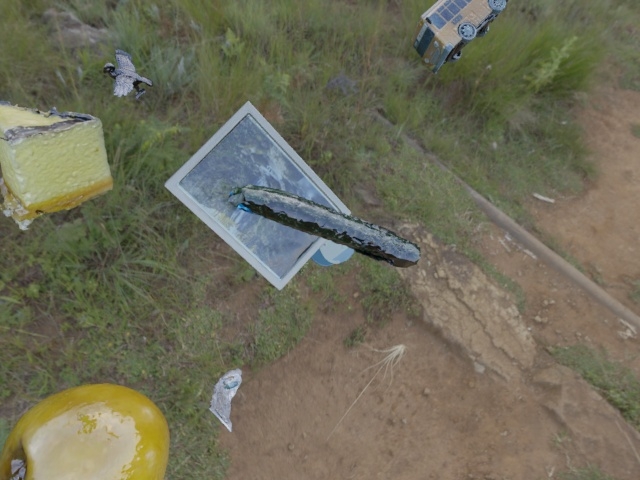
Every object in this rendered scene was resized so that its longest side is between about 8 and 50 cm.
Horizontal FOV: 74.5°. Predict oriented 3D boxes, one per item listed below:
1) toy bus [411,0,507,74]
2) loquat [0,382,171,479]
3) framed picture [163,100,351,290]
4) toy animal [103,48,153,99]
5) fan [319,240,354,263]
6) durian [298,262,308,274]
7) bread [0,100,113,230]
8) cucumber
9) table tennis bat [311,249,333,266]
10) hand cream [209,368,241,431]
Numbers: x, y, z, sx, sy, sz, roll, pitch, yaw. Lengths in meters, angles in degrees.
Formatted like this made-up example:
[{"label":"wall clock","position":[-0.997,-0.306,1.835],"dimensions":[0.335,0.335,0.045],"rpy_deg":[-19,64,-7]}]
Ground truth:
[{"label":"toy bus","position":[0.264,-0.423,0.810],"dimensions":[0.182,0.091,0.103],"rpy_deg":[-44,87,-8]},{"label":"loquat","position":[-0.401,0.388,0.756],"dimensions":[0.274,0.275,0.275],"rpy_deg":[1,56,-2]},{"label":"framed picture","position":[-0.116,-0.084,0.868],"dimensions":[0.240,0.020,0.324],"rpy_deg":[-46,110,-8]},{"label":"toy animal","position":[-0.477,-0.404,1.041],"dimensions":[0.062,0.108,0.220],"rpy_deg":[-34,48,18]},{"label":"fan","position":[0.017,0.009,1.076],"dimensions":[0.175,0.005,0.113],"rpy_deg":[-13,94,-30]},{"label":"durian","position":[-0.088,0.018,1.366],"dimensions":[0.095,0.137,0.221],"rpy_deg":[-35,45,2]},{"label":"bread","position":[-0.382,-0.115,0.595],"dimensions":[0.152,0.147,0.127],"rpy_deg":[-21,55,-38]},{"label":"cucumber","position":[0.011,-0.020,0.531],"dimensions":[0.256,0.043,0.044],"rpy_deg":[19,69,-15]},{"label":"table tennis bat","position":[0.000,0.000,1.191],"dimensions":[0.100,0.019,0.155],"rpy_deg":[-23,83,-20]},{"label":"hand cream","position":[-0.245,0.402,1.100],"dimensions":[0.050,0.257,0.084],"rpy_deg":[-33,99,3]}]
